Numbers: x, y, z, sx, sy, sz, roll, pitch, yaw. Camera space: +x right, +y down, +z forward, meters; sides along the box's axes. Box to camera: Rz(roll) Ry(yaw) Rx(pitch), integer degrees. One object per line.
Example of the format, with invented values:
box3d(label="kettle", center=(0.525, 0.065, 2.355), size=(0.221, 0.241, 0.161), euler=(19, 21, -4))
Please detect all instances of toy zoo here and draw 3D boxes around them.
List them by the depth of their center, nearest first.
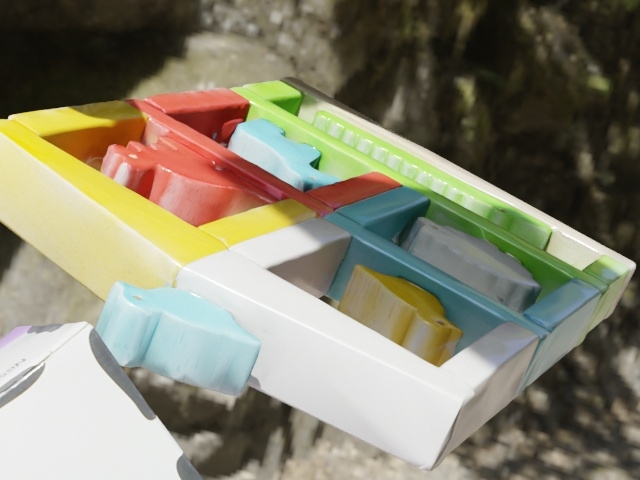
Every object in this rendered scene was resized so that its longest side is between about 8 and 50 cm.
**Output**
box3d(label="toy zoo", center=(0.000, 0.000, 0.582), size=(0.192, 0.030, 0.293), euler=(30, 20, 18))

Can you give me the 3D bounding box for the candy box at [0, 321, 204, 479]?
box3d(label="candy box", center=(-0.076, 0.146, 0.391), size=(0.196, 0.165, 0.070), euler=(56, -23, -12))
